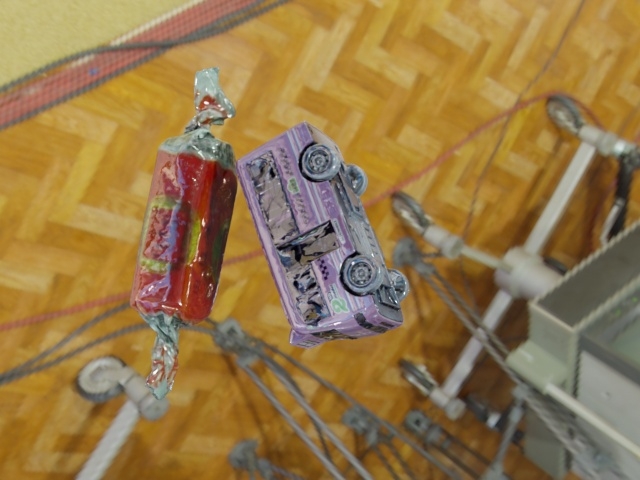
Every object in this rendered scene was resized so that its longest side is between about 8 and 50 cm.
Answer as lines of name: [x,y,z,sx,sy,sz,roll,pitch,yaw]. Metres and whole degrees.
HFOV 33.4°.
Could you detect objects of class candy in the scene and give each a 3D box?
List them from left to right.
candy: [-0.117,-0.008,0.924,0.086,0.059,0.292,29,69,-69]

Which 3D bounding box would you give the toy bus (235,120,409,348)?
toy bus: [0.000,0.000,0.883,0.098,0.178,0.087,-26,161,15]
